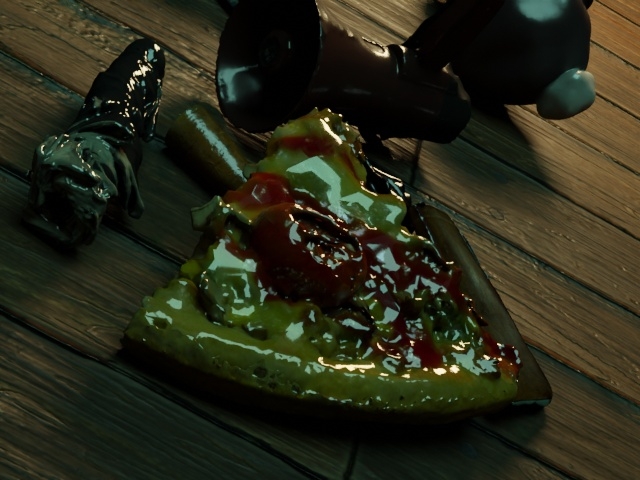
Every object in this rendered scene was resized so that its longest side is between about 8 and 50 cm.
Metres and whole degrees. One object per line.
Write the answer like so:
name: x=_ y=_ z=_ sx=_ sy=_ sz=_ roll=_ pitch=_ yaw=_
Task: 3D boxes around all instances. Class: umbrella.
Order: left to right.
umbrella: x=-0.214 y=-0.119 z=1.644 sx=0.106 sy=0.113 sz=0.358 roll=10 pitch=32 yaw=4

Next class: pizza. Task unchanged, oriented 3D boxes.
pizza: x=0.000 y=0.000 z=1.605 sx=0.440 sy=0.130 sz=0.406 roll=11 pitch=51 yaw=-27

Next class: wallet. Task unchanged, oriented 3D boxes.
wallet: x=0.181 y=0.078 z=1.755 sx=0.137 sy=0.031 sz=0.255 roll=14 pitch=47 yaw=-62

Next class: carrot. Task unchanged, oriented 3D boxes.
carrot: x=-0.085 y=-0.060 z=1.742 sx=0.210 sy=0.061 sz=0.061 roll=46 pitch=33 yaw=12

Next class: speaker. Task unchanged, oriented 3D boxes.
speaker: x=0.065 y=-0.239 z=1.924 sx=0.329 sy=0.259 sz=0.198 roll=4 pitch=25 yaw=-39

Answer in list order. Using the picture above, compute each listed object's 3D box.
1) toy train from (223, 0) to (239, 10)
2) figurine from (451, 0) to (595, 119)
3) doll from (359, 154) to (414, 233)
toy train: x=-0.100 y=-0.322 z=2.095 sx=0.043 sy=0.047 sz=0.207 roll=8 pitch=39 yaw=-55
figurine: x=0.270 y=-0.324 z=2.347 sx=0.218 sy=0.206 sz=0.365 roll=4 pitch=19 yaw=-13
doll: x=0.066 y=-0.009 z=1.788 sx=0.127 sy=0.088 sz=0.249 roll=23 pitch=35 yaw=-61
